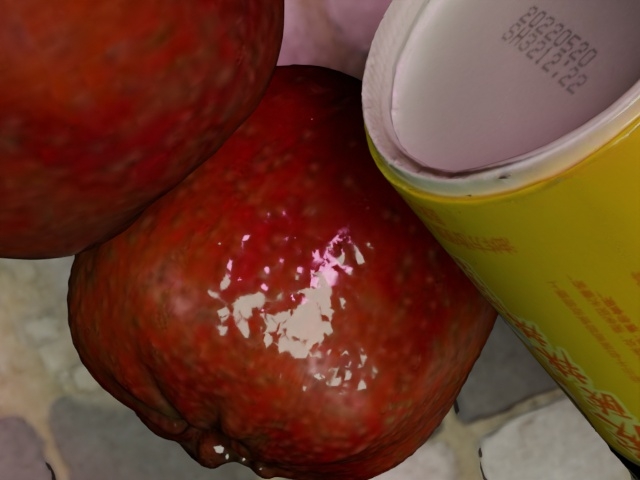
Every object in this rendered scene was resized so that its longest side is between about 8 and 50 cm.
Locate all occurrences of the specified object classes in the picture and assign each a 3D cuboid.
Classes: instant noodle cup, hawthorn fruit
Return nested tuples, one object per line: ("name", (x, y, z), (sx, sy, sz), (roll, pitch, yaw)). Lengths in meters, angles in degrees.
("instant noodle cup", (0.142, -0.014, 0.668), (0.215, 0.215, 0.236), (-47, 126, 3))
("hawthorn fruit", (-0.125, -0.108, 0.629), (0.208, 0.208, 0.248), (-52, 150, 4))
("hawthorn fruit", (0.000, 0.000, 0.751), (0.157, 0.157, 0.194), (40, 74, -17))
